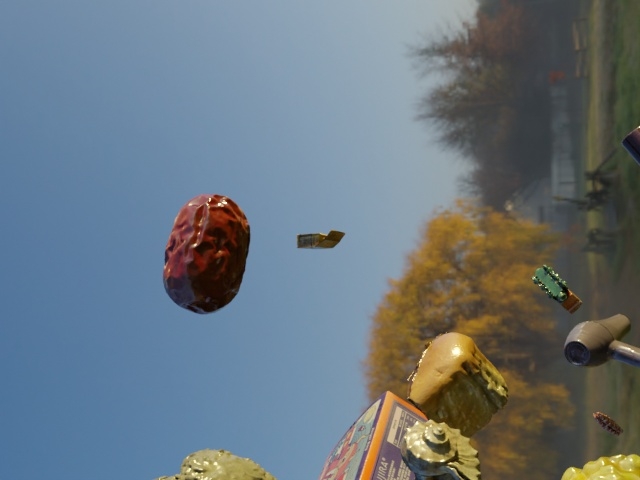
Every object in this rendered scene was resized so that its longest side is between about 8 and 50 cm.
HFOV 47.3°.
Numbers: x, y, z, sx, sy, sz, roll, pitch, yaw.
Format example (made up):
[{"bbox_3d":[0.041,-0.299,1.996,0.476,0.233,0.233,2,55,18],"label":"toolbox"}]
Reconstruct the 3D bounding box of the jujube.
[{"bbox_3d":[-0.235,0.028,1.516,0.174,0.174,0.250,53,-144,-61],"label":"jujube"}]

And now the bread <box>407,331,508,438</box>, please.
[{"bbox_3d":[0.326,0.325,1.711,0.204,0.163,0.262,45,-135,-9],"label":"bread"}]

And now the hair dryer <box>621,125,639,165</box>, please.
[{"bbox_3d":[0.676,-0.030,1.335,0.312,0.123,0.340,57,-177,31],"label":"hair dryer"}]

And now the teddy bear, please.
[{"bbox_3d":[-0.262,0.644,1.720,0.367,0.358,0.224,-33,-51,-72],"label":"teddy bear"}]

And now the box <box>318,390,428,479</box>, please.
[{"bbox_3d":[0.139,0.604,1.707,0.318,0.257,0.348,-55,2,33],"label":"box"}]

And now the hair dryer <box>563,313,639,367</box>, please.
[{"bbox_3d":[0.839,0.292,1.885,0.301,0.361,0.121,-13,-67,-46],"label":"hair dryer"}]

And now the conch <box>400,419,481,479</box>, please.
[{"bbox_3d":[0.209,0.399,1.258,0.155,0.130,0.207,-126,28,-52],"label":"conch"}]

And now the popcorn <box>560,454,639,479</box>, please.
[{"bbox_3d":[0.467,0.488,1.139,0.174,0.225,0.285,-7,-109,-64],"label":"popcorn"}]

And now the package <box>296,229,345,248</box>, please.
[{"bbox_3d":[0.000,0.000,2.083,0.071,0.131,0.047,12,-104,-53],"label":"package"}]

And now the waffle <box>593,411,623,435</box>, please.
[{"bbox_3d":[0.780,0.497,1.982,0.029,0.083,0.075,-57,23,10],"label":"waffle"}]

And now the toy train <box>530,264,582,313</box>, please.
[{"bbox_3d":[0.440,0.088,1.368,0.064,0.044,0.103,34,-164,-27],"label":"toy train"}]
